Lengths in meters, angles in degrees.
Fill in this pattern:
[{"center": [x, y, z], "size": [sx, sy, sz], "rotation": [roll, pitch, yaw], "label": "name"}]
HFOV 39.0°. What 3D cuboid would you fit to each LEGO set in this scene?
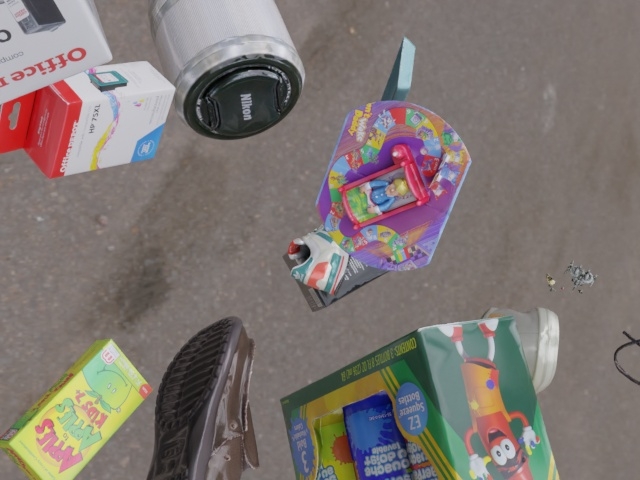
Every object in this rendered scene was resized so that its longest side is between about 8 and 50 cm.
[{"center": [0.399, 0.059, 1.422], "size": [0.054, 0.083, 0.023], "rotation": [61, -13, 21], "label": "LEGO set"}]

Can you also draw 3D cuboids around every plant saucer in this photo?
[{"center": [0.082, -0.158, 1.050], "size": [0.192, 0.018, 0.067], "rotation": [110, -11, -70], "label": "plant saucer"}]

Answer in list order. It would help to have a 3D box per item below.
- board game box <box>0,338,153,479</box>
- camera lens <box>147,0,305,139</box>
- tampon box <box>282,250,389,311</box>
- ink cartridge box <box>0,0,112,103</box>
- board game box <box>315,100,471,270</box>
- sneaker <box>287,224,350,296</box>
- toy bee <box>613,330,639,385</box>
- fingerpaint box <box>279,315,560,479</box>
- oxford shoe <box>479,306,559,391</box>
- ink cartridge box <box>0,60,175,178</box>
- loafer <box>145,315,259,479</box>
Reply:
[{"center": [-0.305, 0.219, 1.136], "size": [0.092, 0.043, 0.181], "rotation": [56, 51, -20], "label": "board game box"}, {"center": [-0.161, -0.323, 1.511], "size": [0.219, 0.219, 0.274], "rotation": [24, 38, -51], "label": "camera lens"}, {"center": [0.042, 0.024, 1.366], "size": [0.161, 0.120, 0.101], "rotation": [-28, 88, -11], "label": "tampon box"}, {"center": [-0.329, -0.247, 0.794], "size": [0.273, 0.197, 0.114], "rotation": [73, -6, -59], "label": "ink cartridge box"}, {"center": [0.062, -0.051, 0.875], "size": [0.033, 0.133, 0.169], "rotation": [-26, 139, -65], "label": "board game box"}, {"center": [0.000, 0.000, 1.156], "size": [0.161, 0.075, 0.057], "rotation": [-81, -171, -49], "label": "sneaker"}, {"center": [0.503, 0.082, 1.016], "size": [0.162, 0.298, 0.195], "rotation": [-37, 127, -35], "label": "toy bee"}, {"center": [0.125, 0.346, 1.247], "size": [0.163, 0.445, 0.371], "rotation": [-4, 72, -28], "label": "fingerpaint box"}, {"center": [0.289, 0.227, 1.517], "size": [0.449, 0.130, 0.169], "rotation": [90, 6, -63], "label": "oxford shoe"}, {"center": [-0.332, -0.170, 1.280], "size": [0.231, 0.078, 0.134], "rotation": [-19, 145, -44], "label": "ink cartridge box"}, {"center": [-0.154, 0.277, 1.250], "size": [0.130, 0.133, 0.366], "rotation": [39, 47, -34], "label": "loafer"}]
